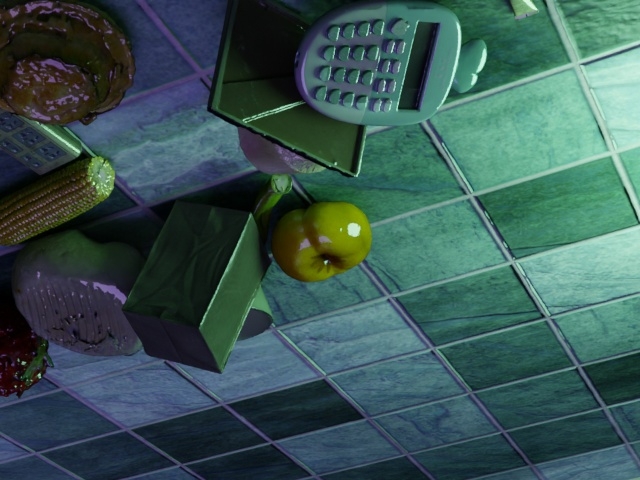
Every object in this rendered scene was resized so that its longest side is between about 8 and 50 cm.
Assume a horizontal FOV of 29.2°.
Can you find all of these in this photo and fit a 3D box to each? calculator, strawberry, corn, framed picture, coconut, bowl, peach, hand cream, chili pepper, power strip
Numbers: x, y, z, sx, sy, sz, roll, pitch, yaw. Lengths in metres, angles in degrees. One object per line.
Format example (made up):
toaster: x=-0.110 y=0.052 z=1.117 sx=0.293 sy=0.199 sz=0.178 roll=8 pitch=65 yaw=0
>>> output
calculator: x=0.100 y=-0.247 z=1.705 sx=0.298 sy=0.041 sz=0.186 roll=-4 pitch=120 yaw=-28
strawberry: x=-0.601 y=0.199 z=2.279 sx=0.201 sy=0.187 sz=0.184 roll=11 pitch=112 yaw=4
corn: x=-0.440 y=-0.060 z=1.976 sx=0.248 sy=0.081 sz=0.081 roll=-22 pitch=143 yaw=25
framed picture: x=-0.032 y=-0.216 z=1.690 sx=0.265 sy=0.192 sz=0.018 roll=24 pitch=158 yaw=-36
coconut: x=-0.046 y=-0.166 z=1.792 sx=0.147 sy=0.147 sz=0.152 roll=18 pitch=170 yaw=-31
bowl: x=-0.194 y=0.108 z=2.223 sx=0.211 sy=0.112 sz=0.211 roll=-6 pitch=156 yaw=-3
peach: x=0.000 y=0.000 z=2.095 sx=0.179 sy=0.103 sz=0.179 roll=-12 pitch=152 yaw=-6
hand cream: x=0.270 y=-0.338 z=1.691 sx=0.035 sy=0.022 sz=0.102 roll=-18 pitch=150 yaw=19
chili pepper: x=-0.089 y=-0.057 z=2.048 sx=0.050 sy=0.052 sz=0.202 roll=31 pitch=148 yaw=2
power strip: x=-0.472 y=-0.181 z=1.824 sx=0.092 sy=0.034 sz=0.268 roll=-21 pitch=144 yaw=24

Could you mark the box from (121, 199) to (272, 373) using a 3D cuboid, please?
box: x=-0.204 y=0.074 z=2.040 sx=0.155 sy=0.231 sz=0.149 roll=12 pitch=149 yaw=21

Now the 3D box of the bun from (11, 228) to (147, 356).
bun: x=-0.401 y=0.086 z=2.135 sx=0.272 sy=0.168 sz=0.273 roll=5 pitch=139 yaw=4

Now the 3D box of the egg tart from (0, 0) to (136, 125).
egg tart: x=-0.370 y=-0.233 z=1.692 sx=0.241 sy=0.106 sz=0.241 roll=-4 pitch=142 yaw=-3
